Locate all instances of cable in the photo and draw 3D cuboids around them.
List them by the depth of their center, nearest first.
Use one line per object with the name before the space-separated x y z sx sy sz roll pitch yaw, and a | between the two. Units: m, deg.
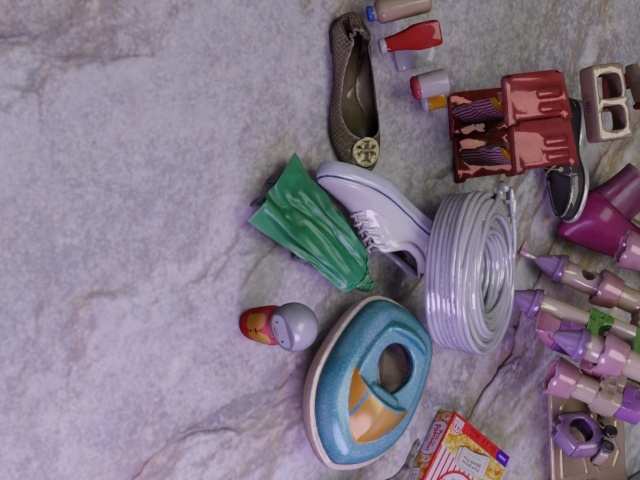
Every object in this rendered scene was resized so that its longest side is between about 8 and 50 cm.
cable | 0.234 0.050 1.621 0.257 0.089 0.257 -34 123 -58

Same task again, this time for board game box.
board game box | 0.209 0.394 1.668 0.146 0.045 0.194 40 67 -26

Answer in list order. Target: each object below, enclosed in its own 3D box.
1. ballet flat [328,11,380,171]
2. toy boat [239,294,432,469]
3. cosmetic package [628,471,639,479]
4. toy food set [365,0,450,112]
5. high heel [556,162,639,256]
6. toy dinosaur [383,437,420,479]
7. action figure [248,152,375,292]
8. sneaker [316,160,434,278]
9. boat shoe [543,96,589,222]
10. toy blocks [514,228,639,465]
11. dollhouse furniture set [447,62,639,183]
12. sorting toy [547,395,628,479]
ballet flat | 0.057 -0.226 1.589 0.084 0.058 0.250 -3 89 -34
toy boat | 0.031 0.182 1.495 0.318 0.148 0.268 34 70 -29
cosmetic package | 0.628 0.616 1.773 0.393 0.329 0.328 -18 98 -34
toy food set | 0.129 -0.304 1.622 0.104 0.111 0.232 -15 109 -3
high heel | 0.579 0.038 1.932 0.181 0.127 0.377 -39 116 1
toy dinosaur | 0.048 0.402 1.531 0.268 0.064 0.118 -25 127 -20
action figure | 0.000 0.000 1.535 0.232 0.063 0.137 45 63 -20
sneaker | 0.090 -0.028 1.579 0.258 0.094 0.091 33 65 -29
boat shoe | 0.422 -0.145 1.826 0.068 0.081 0.228 11 74 -31
toy blocks | 0.427 0.160 1.738 0.260 0.309 0.289 21 53 4
dollhouse furniture set | 0.418 -0.197 1.695 0.374 0.201 0.152 -9 92 -18
sorting toy | 0.473 0.348 1.862 0.193 0.038 0.208 0 83 -35
